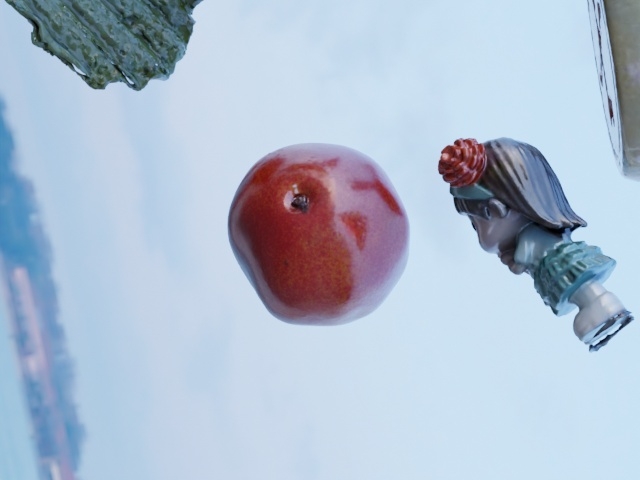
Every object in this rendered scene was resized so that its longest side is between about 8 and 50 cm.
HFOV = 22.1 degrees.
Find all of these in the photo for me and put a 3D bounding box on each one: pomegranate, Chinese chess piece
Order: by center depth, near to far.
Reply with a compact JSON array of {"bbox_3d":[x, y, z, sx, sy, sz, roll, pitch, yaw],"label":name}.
[{"bbox_3d":[0.000,0.000,1.953,0.256,0.221,0.220,93,-18,-63],"label":"pomegranate"},{"bbox_3d":[0.416,-0.239,2.037,0.338,0.141,0.338,-7,90,-83],"label":"Chinese chess piece"}]

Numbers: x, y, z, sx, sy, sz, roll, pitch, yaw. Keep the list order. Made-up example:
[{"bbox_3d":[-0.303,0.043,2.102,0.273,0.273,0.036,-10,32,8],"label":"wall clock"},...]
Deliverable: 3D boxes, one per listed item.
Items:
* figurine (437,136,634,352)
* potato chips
[{"bbox_3d":[0.223,-0.005,1.669,0.245,0.110,0.138,53,7,18],"label":"figurine"},{"bbox_3d":[-0.302,-0.390,2.033,0.070,0.358,0.429,-22,-61,44],"label":"potato chips"}]
